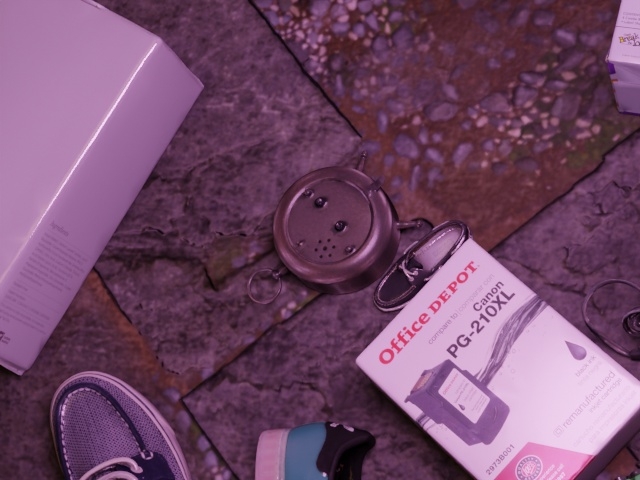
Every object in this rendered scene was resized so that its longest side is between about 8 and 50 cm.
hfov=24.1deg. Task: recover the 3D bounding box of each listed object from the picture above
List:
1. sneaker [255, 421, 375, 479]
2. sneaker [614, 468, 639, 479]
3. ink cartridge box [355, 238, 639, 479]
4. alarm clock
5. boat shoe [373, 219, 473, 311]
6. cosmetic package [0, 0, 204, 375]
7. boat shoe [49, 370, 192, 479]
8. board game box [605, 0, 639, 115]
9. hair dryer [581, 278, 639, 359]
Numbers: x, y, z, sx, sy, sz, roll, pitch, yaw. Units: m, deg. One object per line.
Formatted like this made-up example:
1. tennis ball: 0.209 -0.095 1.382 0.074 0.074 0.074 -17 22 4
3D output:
1. sneaker: 0.009 0.320 1.444 0.121 0.108 0.302 -11 69 17
2. sneaker: 0.320 0.276 1.355 0.343 0.134 0.146 -23 69 7
3. ink cartridge box: 0.178 0.141 1.456 0.237 0.100 0.172 42 87 23
4. alarm clock: 0.000 0.000 1.575 0.192 0.064 0.129 -40 67 4
5. boat shoe: 0.103 0.025 1.547 0.125 0.038 0.046 -36 67 2
6. cosmetic package: -0.327 -0.079 1.643 0.217 0.156 0.385 31 82 22
7. boat shoe: -0.193 0.263 1.491 0.127 0.158 0.340 -35 67 3
8. board game box: 0.391 -0.268 1.502 0.144 0.142 0.275 11 77 19
9. hair dryer: 0.409 0.069 1.397 0.293 0.223 0.080 29 56 8
